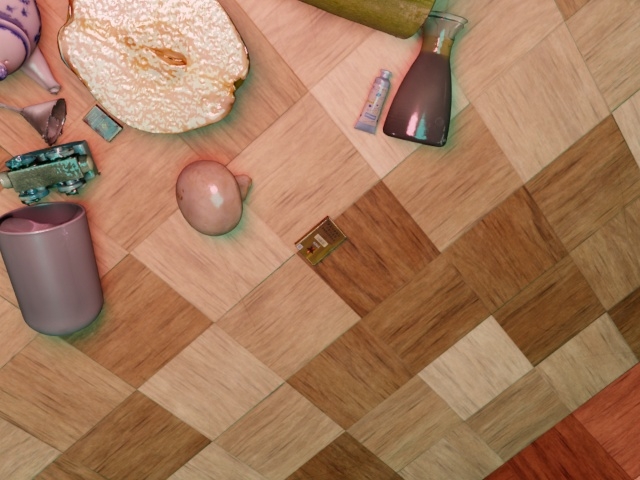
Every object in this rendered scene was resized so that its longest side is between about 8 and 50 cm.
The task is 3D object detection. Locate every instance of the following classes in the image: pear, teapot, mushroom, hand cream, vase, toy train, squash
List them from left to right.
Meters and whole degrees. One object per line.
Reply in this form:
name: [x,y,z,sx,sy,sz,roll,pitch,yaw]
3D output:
teapot: [-0.693,-0.429,1.024,0.252,0.424,0.280,-33,74,6]
toy train: [-0.642,-0.169,1.222,0.203,0.163,0.112,-13,115,-9]
pear: [-0.362,-0.431,1.156,0.386,0.191,0.340,23,110,-21]
mushroom: [-0.267,-0.119,1.334,0.204,0.204,0.204,-5,114,-11]
squash: [0.060,-0.636,1.124,0.384,0.263,0.263,12,110,-16]
hand cream: [0.147,-0.375,1.378,0.065,0.043,0.170,13,114,-17]
vase: [0.282,-0.417,1.333,0.173,0.173,0.321,9,104,-16]

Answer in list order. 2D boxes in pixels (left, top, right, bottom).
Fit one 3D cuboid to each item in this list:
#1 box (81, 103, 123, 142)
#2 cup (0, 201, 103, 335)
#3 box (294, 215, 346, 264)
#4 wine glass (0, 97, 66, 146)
box: [-0.541,-0.291,1.270,0.051,0.023,0.082,-43,115,9]
cup: [-0.678,0.076,1.299,0.205,0.205,0.312,-5,115,-10]
box: [0.000,0.000,1.518,0.133,0.023,0.090,-41,114,7]
wine glass: [-0.701,-0.305,1.184,0.183,0.122,0.122,18,108,-14]
